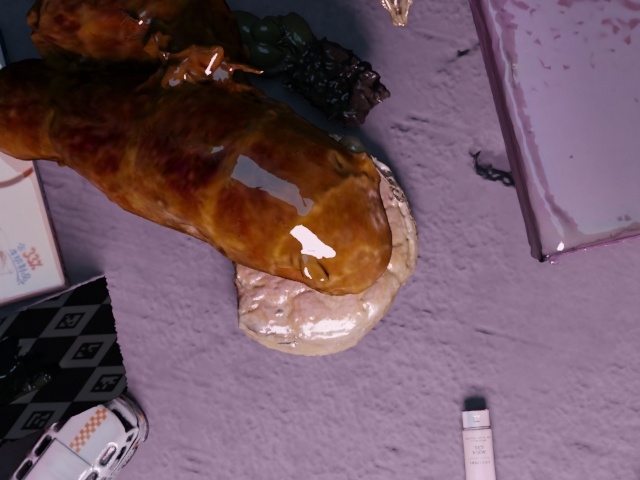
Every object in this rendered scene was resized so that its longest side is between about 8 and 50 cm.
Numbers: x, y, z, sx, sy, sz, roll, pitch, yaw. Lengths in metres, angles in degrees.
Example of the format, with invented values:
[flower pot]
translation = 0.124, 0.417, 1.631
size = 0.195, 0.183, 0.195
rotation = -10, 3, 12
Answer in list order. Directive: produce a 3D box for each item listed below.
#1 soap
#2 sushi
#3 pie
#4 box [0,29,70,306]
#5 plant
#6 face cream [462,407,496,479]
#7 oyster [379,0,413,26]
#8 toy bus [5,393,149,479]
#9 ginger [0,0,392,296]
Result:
[soap]
translation = 0.310, -0.145, 1.569
size = 0.296, 0.107, 0.285
rotation = -12, 83, 1
[sushi]
translation = -0.282, 0.144, 1.526
size = 0.231, 0.219, 0.047
rotation = -23, 119, -1
[pie]
translation = 0.000, -0.001, 1.587
size = 0.185, 0.052, 0.218
rotation = -2, 81, 3
[box]
translation = -0.400, -0.048, 1.603
size = 0.265, 0.048, 0.273
rotation = -15, 83, -1
[plant]
translation = -0.014, -0.169, 1.597
size = 0.174, 0.085, 0.087
rotation = 30, 61, 9
[face cream]
translation = 0.150, 0.215, 1.577
size = 0.038, 0.020, 0.115
rotation = -4, 87, 0
[oyster]
translation = 0.075, -0.298, 1.620
size = 0.122, 0.045, 0.146
rotation = -40, 77, 0
[toy bus]
translation = -0.241, 0.220, 1.551
size = 0.087, 0.089, 0.194
rotation = 37, 85, 4
[ginger]
translation = -0.099, -0.115, 1.501
size = 0.418, 0.176, 0.254
rotation = 30, 93, 17
